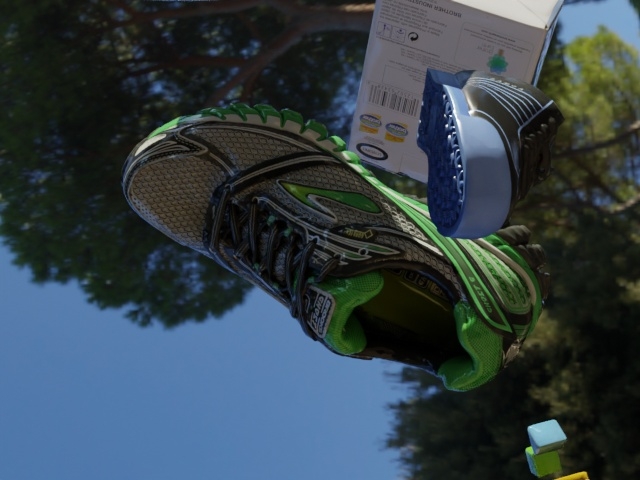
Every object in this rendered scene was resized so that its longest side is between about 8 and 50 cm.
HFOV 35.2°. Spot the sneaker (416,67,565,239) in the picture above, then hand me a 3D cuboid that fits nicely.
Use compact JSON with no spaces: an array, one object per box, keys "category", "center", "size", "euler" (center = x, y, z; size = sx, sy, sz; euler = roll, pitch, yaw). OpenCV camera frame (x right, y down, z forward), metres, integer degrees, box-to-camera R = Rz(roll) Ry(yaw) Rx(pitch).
[{"category":"sneaker","center":[0.114,-0.062,0.642],"size":[0.232,0.091,0.081],"euler":[-85,1,-66]}]

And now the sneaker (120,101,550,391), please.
[{"category":"sneaker","center":[0.000,0.000,0.760],"size":[0.146,0.344,0.134],"euler":[-50,-23,-57]}]

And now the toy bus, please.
[{"category":"toy bus","center":[0.215,0.299,0.970],"size":[0.104,0.191,0.202],"euler":[-14,-74,-5]}]

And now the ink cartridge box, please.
[{"category":"ink cartridge box","center":[0.203,-0.234,1.636],"size":[0.151,0.270,0.395],"euler":[-53,-21,-49]}]
